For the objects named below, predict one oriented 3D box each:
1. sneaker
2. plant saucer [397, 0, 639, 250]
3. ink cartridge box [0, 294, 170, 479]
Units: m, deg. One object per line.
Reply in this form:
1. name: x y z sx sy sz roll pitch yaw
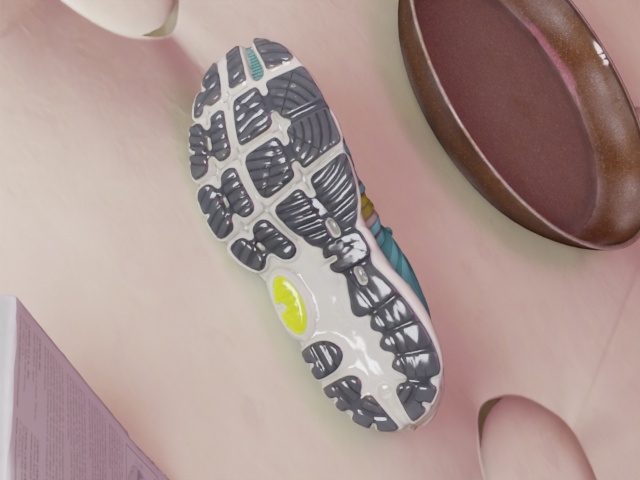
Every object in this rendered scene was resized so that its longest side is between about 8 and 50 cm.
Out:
1. sneaker: 0.000 0.000 1.279 0.275 0.107 0.110 65 14 2
2. plant saucer: 0.163 -0.122 1.610 0.310 0.050 0.310 32 41 -33
3. ink cartridge box: -0.130 0.165 0.976 0.232 0.066 0.189 66 16 -54
